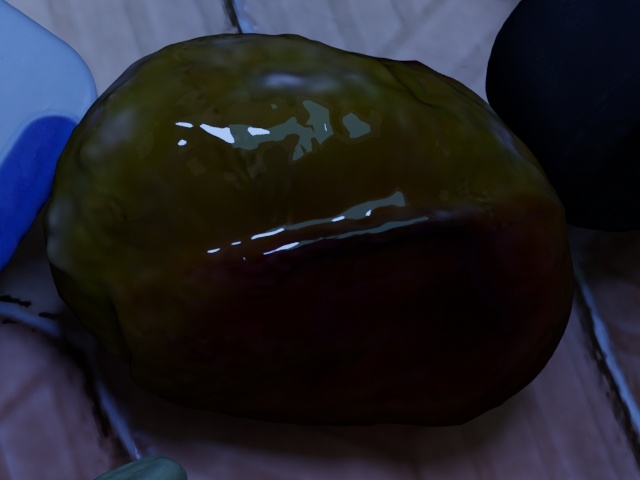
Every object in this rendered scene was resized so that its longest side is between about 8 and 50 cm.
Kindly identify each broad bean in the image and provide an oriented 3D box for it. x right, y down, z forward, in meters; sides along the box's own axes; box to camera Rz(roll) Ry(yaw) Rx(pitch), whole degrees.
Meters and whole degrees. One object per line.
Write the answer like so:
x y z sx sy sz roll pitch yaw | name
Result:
-0.002 0.000 0.744 0.228 0.156 0.122 14 27 -27 | broad bean

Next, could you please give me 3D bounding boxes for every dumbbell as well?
0.120 -0.184 0.841 0.204 0.204 0.322 -12 64 -33 | dumbbell

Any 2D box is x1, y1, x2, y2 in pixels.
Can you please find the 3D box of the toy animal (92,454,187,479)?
-0.135 0.157 0.627 0.218 0.103 0.101 -27 104 -40 | toy animal

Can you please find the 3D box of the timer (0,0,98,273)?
-0.222 -0.058 0.687 0.253 0.078 0.178 35 51 -11 | timer
